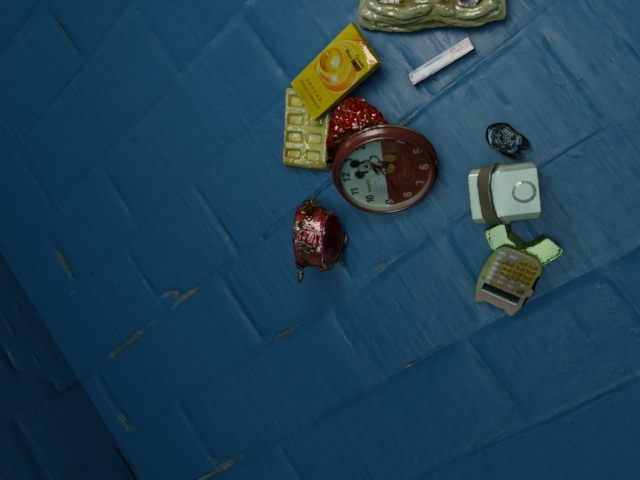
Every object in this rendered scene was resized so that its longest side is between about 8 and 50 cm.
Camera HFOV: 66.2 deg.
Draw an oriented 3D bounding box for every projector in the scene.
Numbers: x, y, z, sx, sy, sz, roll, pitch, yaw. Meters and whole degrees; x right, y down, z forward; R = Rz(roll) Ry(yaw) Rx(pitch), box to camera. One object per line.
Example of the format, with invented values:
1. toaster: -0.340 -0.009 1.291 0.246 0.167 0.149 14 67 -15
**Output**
1. projector: 0.506 -0.131 1.347 0.177 0.242 0.163 -6 95 25

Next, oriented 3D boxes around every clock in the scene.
1. clock: 0.193 -0.211 1.480 0.318 0.080 0.318 2 137 2

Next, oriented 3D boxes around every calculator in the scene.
1. calculator: 0.552 0.114 1.447 0.157 0.033 0.237 25 133 17

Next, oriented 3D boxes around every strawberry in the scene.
1. strawberry: 0.110 -0.346 1.524 0.234 0.234 0.178 -24 62 24

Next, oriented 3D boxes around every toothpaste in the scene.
1. toothpaste: 0.353 -0.528 1.448 0.196 0.040 0.047 -27 91 24

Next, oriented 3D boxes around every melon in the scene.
1. melon: 0.584 0.010 1.439 0.209 0.064 0.118 35 112 16

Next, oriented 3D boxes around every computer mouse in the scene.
1. computer mouse: 0.535 -0.287 1.413 0.135 0.047 0.079 32 103 5

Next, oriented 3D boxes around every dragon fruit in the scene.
1. dragon fruit: 0.000 0.000 1.598 0.147 0.211 0.282 1 79 14

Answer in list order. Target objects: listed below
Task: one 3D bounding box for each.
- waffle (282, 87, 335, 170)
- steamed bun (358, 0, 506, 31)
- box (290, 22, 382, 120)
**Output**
1. waffle: -0.039 -0.371 1.628 0.168 0.057 0.274 9 103 20
2. steamed bun: 0.301 -0.727 1.361 0.427 0.189 0.247 9 95 21
3. box: 0.042 -0.508 1.499 0.269 0.043 0.152 -37 81 31
